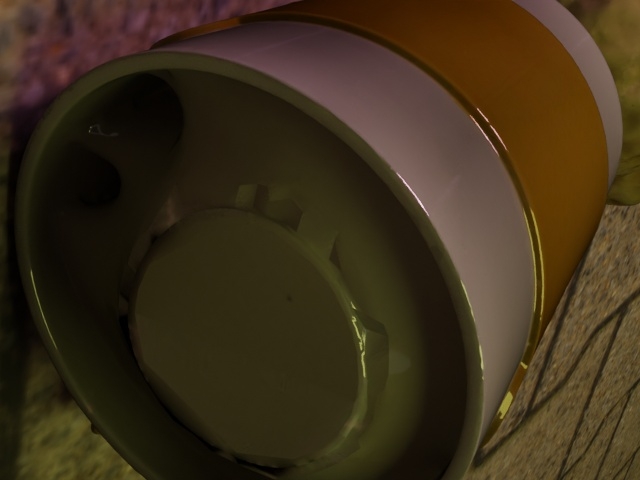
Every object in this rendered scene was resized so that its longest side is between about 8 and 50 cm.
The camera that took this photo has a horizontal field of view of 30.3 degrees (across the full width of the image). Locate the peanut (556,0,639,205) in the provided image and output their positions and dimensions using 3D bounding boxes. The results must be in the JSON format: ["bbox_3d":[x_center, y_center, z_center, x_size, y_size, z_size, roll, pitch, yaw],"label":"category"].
[{"bbox_3d":[0.195,-0.104,0.772,0.147,0.147,0.305,-64,159,4],"label":"peanut"}]

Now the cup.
[{"bbox_3d":[0.000,0.000,0.485,0.241,0.185,0.226,-38,-179,41],"label":"cup"}]
